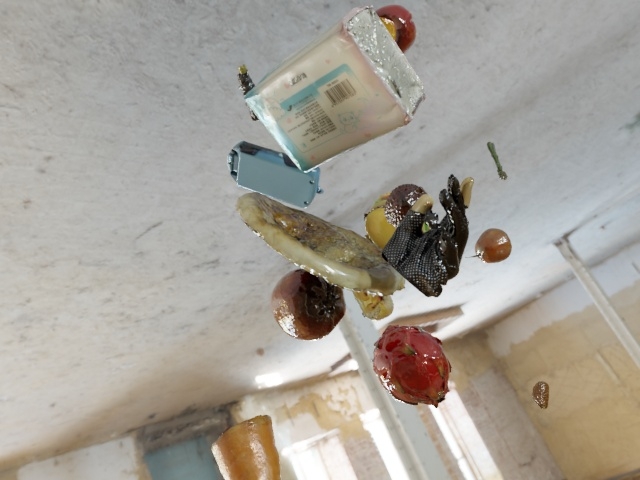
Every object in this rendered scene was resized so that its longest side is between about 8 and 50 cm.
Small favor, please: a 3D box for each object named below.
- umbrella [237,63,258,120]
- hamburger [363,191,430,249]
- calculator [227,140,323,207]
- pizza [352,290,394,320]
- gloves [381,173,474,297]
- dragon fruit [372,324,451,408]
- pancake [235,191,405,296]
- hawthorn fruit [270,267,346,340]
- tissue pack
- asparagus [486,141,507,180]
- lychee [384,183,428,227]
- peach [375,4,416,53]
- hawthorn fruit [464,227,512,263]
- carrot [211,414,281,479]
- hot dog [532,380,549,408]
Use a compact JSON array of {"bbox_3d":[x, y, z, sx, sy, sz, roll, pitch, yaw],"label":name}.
[{"bbox_3d":[-0.187,-0.384,1.324,0.040,0.037,0.143,-35,126,-29],"label":"umbrella"},{"bbox_3d":[0.274,-0.064,1.740,0.149,0.237,0.237,-51,180,-44],"label":"hamburger"},{"bbox_3d":[-0.129,-0.188,1.461,0.293,0.051,0.173,19,141,0],"label":"calculator"},{"bbox_3d":[0.158,0.161,1.620,0.074,0.182,0.365,-42,-179,11],"label":"pizza"},{"bbox_3d":[0.186,-0.013,0.776,0.180,0.106,0.129,-49,-174,6],"label":"gloves"},{"bbox_3d":[0.207,0.279,1.156,0.172,0.209,0.172,-33,149,-23],"label":"dragon fruit"},{"bbox_3d":[-0.001,0.002,0.944,0.356,0.356,0.065,6,114,-51],"label":"pancake"},{"bbox_3d":[-0.037,0.139,1.126,0.169,0.169,0.188,-5,173,-40],"label":"hawthorn fruit"},{"bbox_3d":[0.021,-0.259,0.906,0.271,0.124,0.201,-17,126,44],"label":"tissue pack"},{"bbox_3d":[0.468,-0.210,1.342,0.022,0.233,0.023,-14,120,16],"label":"asparagus"},{"bbox_3d":[0.231,-0.093,1.372,0.129,0.123,0.123,-30,158,29],"label":"lychee"},{"bbox_3d":[0.224,-0.719,1.797,0.226,0.196,0.190,-34,136,-2],"label":"peach"},{"bbox_3d":[0.702,0.042,2.082,0.189,0.149,0.149,-54,162,-14],"label":"hawthorn fruit"},{"bbox_3d":[-0.151,0.546,1.186,0.159,0.225,0.159,-19,142,-16],"label":"carrot"},{"bbox_3d":[0.690,0.483,1.582,0.058,0.083,0.035,34,145,-22],"label":"hot dog"}]
